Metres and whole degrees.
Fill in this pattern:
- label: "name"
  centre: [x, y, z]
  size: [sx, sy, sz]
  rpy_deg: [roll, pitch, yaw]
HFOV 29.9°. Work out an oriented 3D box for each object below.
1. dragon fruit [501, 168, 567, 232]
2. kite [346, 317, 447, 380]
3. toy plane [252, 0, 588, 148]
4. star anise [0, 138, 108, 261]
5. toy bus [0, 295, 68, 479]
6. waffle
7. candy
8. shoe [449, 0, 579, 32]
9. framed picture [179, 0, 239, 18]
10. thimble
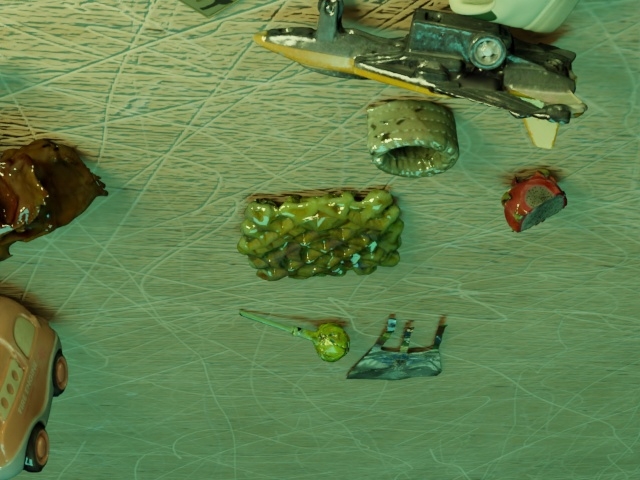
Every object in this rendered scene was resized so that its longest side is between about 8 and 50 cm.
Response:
- label: "dragon fruit"
  centre: [0.263, -0.056, 1.495]
  size: [0.083, 0.060, 0.056]
  rpy_deg: [-28, 148, -9]
- label: "kite"
  centre: [0.152, 0.189, 2.040]
  size: [0.169, 0.015, 0.310]
  rpy_deg: [2, 156, -10]
- label: "toy plane"
  centre: [0.095, -0.184, 1.157]
  size: [0.316, 0.204, 0.103]
  rpy_deg: [17, 118, -1]
- label: "star anise"
  centre: [-0.355, -0.072, 1.308]
  size: [0.237, 0.148, 0.346]
  rpy_deg: [-20, 156, -16]
- label: "toy bus"
  centre: [-0.499, 0.200, 1.718]
  size: [0.194, 0.288, 0.232]
  rpy_deg: [-4, 138, 12]
- label: "waffle"
  centre: [0.000, 0.003, 1.588]
  size: [0.223, 0.054, 0.204]
  rpy_deg: [-5, 155, 1]
- label: "candy"
  centre: [-0.041, 0.143, 1.887]
  size: [0.194, 0.062, 0.058]
  rpy_deg: [19, 151, -22]
- label: "shoe"
  centre: [0.186, -0.261, 1.019]
  size: [0.110, 0.095, 0.265]
  rpy_deg: [1, 156, -8]
- label: "framed picture"
  centre: [-0.123, -0.270, 1.060]
  size: [0.136, 0.010, 0.201]
  rpy_deg: [-22, 149, 35]
- label: "thimble"
  centre: [0.101, -0.115, 1.345]
  size: [0.110, 0.062, 0.084]
  rpy_deg: [10, 149, -26]
